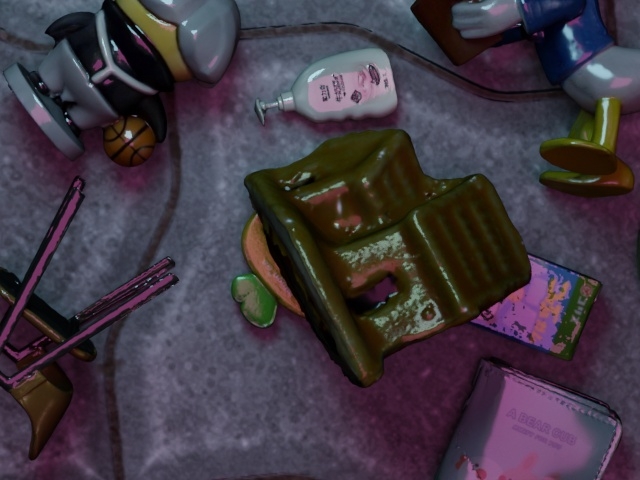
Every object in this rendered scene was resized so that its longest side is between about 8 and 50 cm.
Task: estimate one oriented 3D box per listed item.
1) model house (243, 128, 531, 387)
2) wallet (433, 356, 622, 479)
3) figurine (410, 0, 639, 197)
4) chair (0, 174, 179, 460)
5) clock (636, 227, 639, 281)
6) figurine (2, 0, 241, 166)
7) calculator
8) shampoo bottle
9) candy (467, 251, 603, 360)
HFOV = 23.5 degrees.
[{"bbox_3d":[0.076,-0.004,1.568,0.239,0.173,0.268,-25,79,-7],"label":"model house"},{"bbox_3d":[0.213,0.273,1.704,0.176,0.075,0.250,22,92,-1],"label":"wallet"},{"bbox_3d":[0.241,-0.245,1.637,0.284,0.204,0.338,16,81,0],"label":"figurine"},{"bbox_3d":[-0.273,0.081,1.590,0.172,0.159,0.247,44,89,-10],"label":"chair"},{"bbox_3d":[0.471,0.016,1.726,0.235,0.029,0.235,-1,96,-6],"label":"clock"},{"bbox_3d":[-0.189,-0.186,1.588,0.236,0.133,0.176,-38,107,1],"label":"figurine"},{"bbox_3d":[0.000,0.000,1.674,0.235,0.032,0.146,-41,98,-2],"label":"calculator"},{"bbox_3d":[0.003,-0.159,1.653,0.152,0.045,0.077,-11,97,-4],"label":"shampoo bottle"},{"bbox_3d":[0.199,0.054,1.685,0.194,0.062,0.097,21,92,-7],"label":"candy"}]
